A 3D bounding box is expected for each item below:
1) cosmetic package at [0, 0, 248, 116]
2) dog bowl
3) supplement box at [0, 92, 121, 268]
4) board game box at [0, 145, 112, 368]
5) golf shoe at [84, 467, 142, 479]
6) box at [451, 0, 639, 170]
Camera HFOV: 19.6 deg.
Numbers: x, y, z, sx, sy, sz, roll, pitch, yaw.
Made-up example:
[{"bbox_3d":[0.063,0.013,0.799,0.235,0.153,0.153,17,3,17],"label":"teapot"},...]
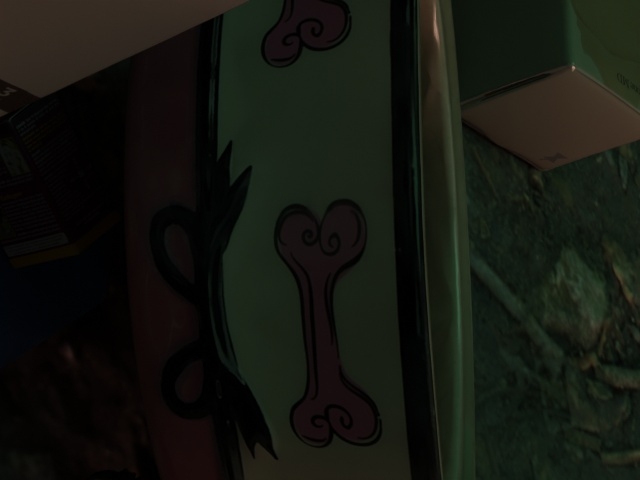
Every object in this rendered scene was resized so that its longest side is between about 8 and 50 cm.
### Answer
[{"bbox_3d":[-0.145,-0.173,0.746,0.217,0.385,0.156,21,58,-47],"label":"cosmetic package"},{"bbox_3d":[0.000,0.000,1.034,0.408,0.150,0.407,-4,90,-82],"label":"dog bowl"},{"bbox_3d":[-0.154,-0.033,0.996,0.043,0.055,0.083,-45,116,-46],"label":"supplement box"},{"bbox_3d":[-0.187,-0.004,1.021,0.169,0.033,0.133,-36,109,-47],"label":"board game box"},{"bbox_3d":[-0.112,0.219,0.981,0.094,0.077,0.198,5,70,-51],"label":"golf shoe"},{"bbox_3d":[0.188,-0.231,1.523,0.148,0.121,0.311,26,55,-45],"label":"box"}]
